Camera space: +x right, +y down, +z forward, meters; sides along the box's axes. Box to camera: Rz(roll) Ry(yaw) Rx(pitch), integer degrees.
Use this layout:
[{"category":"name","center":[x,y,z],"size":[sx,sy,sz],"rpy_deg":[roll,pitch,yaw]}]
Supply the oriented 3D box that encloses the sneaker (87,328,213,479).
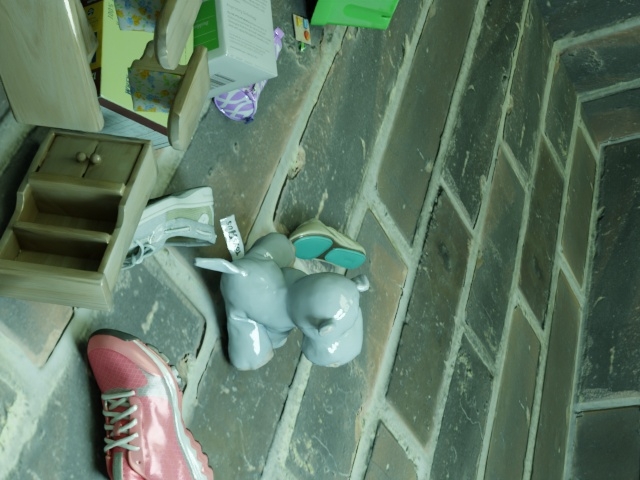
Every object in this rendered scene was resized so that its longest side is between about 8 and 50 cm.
[{"category":"sneaker","center":[-0.257,0.275,1.463],"size":[0.136,0.116,0.314],"rpy_deg":[-46,119,-53]}]

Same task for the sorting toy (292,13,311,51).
[{"category":"sorting toy","center":[-0.036,-0.437,2.184],"size":[0.062,0.012,0.083],"rpy_deg":[7,73,-58]}]

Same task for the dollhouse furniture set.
[{"category":"dollhouse furniture set","center":[-0.338,-0.136,1.268],"size":[0.394,0.362,0.256],"rpy_deg":[88,11,-51]}]

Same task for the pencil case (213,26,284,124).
[{"category":"pencil case","center":[-0.132,-0.315,1.908],"size":[0.086,0.088,0.206],"rpy_deg":[39,45,-27]}]

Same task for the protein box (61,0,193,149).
[{"category":"protein box","center":[-0.308,-0.259,1.552],"size":[0.201,0.136,0.200],"rpy_deg":[22,61,-55]}]

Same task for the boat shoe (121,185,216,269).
[{"category":"boat shoe","center":[-0.254,-0.012,1.577],"size":[0.320,0.118,0.103],"rpy_deg":[-29,104,-67]}]

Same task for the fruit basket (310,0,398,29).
[{"category":"fruit basket","center":[0.033,-0.677,2.221],"size":[0.392,0.283,0.392],"rpy_deg":[10,52,-13]}]

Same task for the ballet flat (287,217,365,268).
[{"category":"ballet flat","center":[0.000,0.000,2.036],"size":[0.248,0.086,0.086],"rpy_deg":[23,60,-56]}]

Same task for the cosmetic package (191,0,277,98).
[{"category":"cosmetic package","center":[-0.203,-0.439,1.733],"size":[0.155,0.197,0.366],"rpy_deg":[10,69,-57]}]

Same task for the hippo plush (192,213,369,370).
[{"category":"hippo plush","center":[-0.030,0.087,1.722],"size":[0.234,0.236,0.294],"rpy_deg":[-59,147,-44]}]
